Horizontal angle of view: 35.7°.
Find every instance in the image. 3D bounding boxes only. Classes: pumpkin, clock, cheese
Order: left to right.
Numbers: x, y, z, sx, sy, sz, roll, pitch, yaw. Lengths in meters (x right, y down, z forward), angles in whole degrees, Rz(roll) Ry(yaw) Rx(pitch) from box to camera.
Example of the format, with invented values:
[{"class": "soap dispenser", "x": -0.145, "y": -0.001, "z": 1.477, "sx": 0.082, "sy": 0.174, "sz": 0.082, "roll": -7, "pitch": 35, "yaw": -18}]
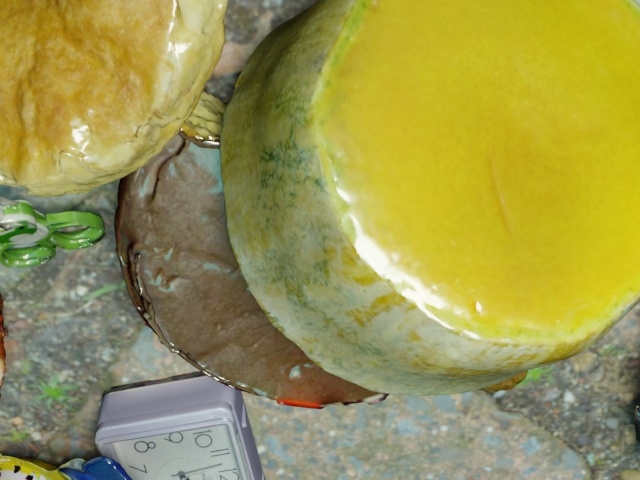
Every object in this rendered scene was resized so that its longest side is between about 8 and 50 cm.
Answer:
[{"class": "cheese", "x": -0.261, "y": 0.266, "z": 1.000, "sx": 0.250, "sy": 0.064, "sz": 0.156, "roll": -29, "pitch": 107, "yaw": 40}, {"class": "clock", "x": -0.135, "y": 0.237, "z": 1.022, "sx": 0.144, "sy": 0.073, "sz": 0.193, "roll": -10, "pitch": 118, "yaw": 3}, {"class": "pumpkin", "x": 0.099, "y": -0.063, "z": 0.703, "sx": 0.332, "sy": 0.199, "sz": 0.332, "roll": 3, "pitch": 77, "yaw": -12}]

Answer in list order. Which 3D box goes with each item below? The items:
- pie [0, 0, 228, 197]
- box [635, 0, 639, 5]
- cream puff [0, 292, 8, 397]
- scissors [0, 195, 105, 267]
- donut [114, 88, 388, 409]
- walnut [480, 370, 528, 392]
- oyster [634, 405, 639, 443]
[{"class": "pie", "x": -0.217, "y": -0.194, "z": 0.733, "sx": 0.339, "sy": 0.083, "sz": 0.340, "roll": 4, "pitch": 103, "yaw": 16}, {"class": "box", "x": 0.232, "y": -0.231, "z": 0.778, "sx": 0.124, "sy": 0.093, "sz": 0.172, "roll": 41, "pitch": 109, "yaw": -21}, {"class": "cream puff", "x": -0.397, "y": 0.090, "z": 0.881, "sx": 0.240, "sy": 0.164, "sz": 0.240, "roll": -4, "pitch": 114, "yaw": -10}, {"class": "scissors", "x": -0.260, "y": -0.014, "z": 0.830, "sx": 0.101, "sy": 0.204, "sz": 0.027, "roll": -21, "pitch": 75, "yaw": 8}, {"class": "donut", "x": -0.011, "y": 0.018, "z": 0.879, "sx": 0.345, "sy": 0.136, "sz": 0.259, "roll": 12, "pitch": 119, "yaw": -8}, {"class": "walnut", "x": 0.163, "y": 0.101, "z": 0.962, "sx": 0.079, "sy": 0.082, "sz": 0.096, "roll": -6, "pitch": 124, "yaw": 32}, {"class": "oyster", "x": 0.426, "y": 0.155, "z": 0.989, "sx": 0.238, "sy": 0.115, "sz": 0.351, "roll": -28, "pitch": 111, "yaw": 21}]
